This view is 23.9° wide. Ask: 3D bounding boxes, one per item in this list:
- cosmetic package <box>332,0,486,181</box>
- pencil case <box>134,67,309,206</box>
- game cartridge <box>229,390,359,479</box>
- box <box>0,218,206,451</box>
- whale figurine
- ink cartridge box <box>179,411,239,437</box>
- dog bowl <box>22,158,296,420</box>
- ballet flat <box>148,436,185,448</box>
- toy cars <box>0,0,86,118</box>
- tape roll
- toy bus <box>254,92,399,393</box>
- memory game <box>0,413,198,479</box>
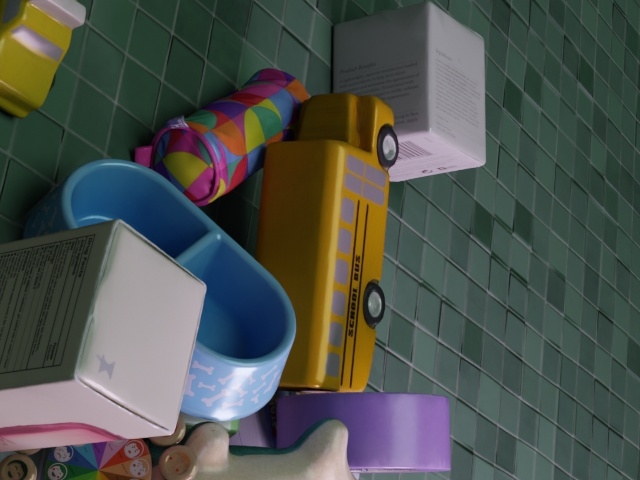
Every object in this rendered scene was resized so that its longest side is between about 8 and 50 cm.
[{"bbox_3d":[0.116,-0.191,1.976,0.151,0.151,0.183,22,65,-53],"label":"cosmetic package"},{"bbox_3d":[-0.100,-0.118,1.682,0.236,0.104,0.104,-35,111,-55],"label":"pencil case"},{"bbox_3d":[-0.039,0.166,1.735,0.198,0.062,0.297,-7,90,-61],"label":"game cartridge"},{"bbox_3d":[-0.235,0.088,1.302,0.127,0.232,0.148,40,51,-43],"label":"box"},{"bbox_3d":[-0.098,0.256,1.486,0.272,0.141,0.216,-25,121,-19],"label":"whale figurine"},{"bbox_3d":[-0.188,0.096,1.505,0.235,0.056,0.171,13,67,-20],"label":"ink cartridge box"},{"bbox_3d":[-0.147,0.038,1.451,0.297,0.074,0.166,42,43,7],"label":"dog bowl"},{"bbox_3d":[-0.137,0.156,1.585,0.067,0.073,0.206,34,57,-61],"label":"ballet flat"},{"bbox_3d":[-0.320,-0.171,1.373,0.393,0.087,0.176,-48,121,-50],"label":"toy cars"},{"bbox_3d":[0.046,0.210,1.636,0.189,0.189,0.080,14,73,-54],"label":"tape roll"},{"bbox_3d":[0.000,0.000,1.657,0.130,0.108,0.332,20,73,-57],"label":"toy bus"},{"bbox_3d":[-0.204,0.210,1.385,0.012,0.186,0.186,88,11,-62],"label":"memory game"}]
